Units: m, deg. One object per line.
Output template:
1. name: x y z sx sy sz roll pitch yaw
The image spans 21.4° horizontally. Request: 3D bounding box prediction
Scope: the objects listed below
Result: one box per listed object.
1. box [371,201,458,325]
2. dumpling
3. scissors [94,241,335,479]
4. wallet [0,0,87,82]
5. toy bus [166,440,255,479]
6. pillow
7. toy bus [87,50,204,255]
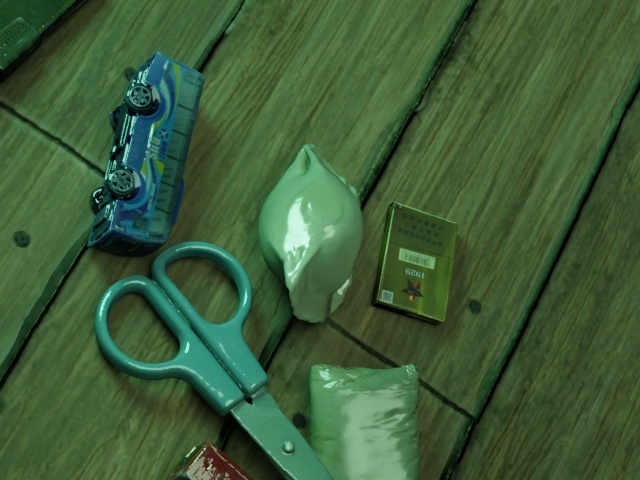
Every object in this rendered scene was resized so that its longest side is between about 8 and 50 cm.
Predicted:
1. box: 0.115 0.028 2.044 0.090 0.023 0.133 16 67 -15
2. dumpling: 0.000 0.000 1.961 0.151 0.124 0.228 48 44 -45
3. scissors: -0.063 0.198 1.866 0.193 0.029 0.447 -34 77 -27
4. wallet: -0.403 -0.253 1.919 0.169 0.044 0.317 40 60 -1
5. toy bus: -0.076 0.300 1.840 0.192 0.077 0.065 41 65 -3
6. pillow: 0.051 0.229 1.919 0.134 0.078 0.181 3 75 -14
7. toy bus: -0.197 -0.096 1.928 0.094 0.079 0.236 18 66 -18
